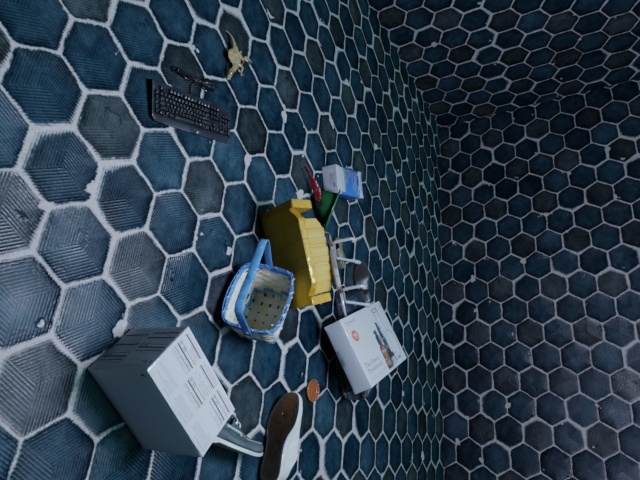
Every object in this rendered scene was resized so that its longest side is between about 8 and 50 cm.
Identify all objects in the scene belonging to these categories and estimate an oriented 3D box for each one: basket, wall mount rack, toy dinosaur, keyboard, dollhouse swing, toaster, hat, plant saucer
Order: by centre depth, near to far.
[{"bbox_3d":[-0.190,0.171,1.387,0.289,0.200,0.255,95,11,-51],"label":"basket"},{"bbox_3d":[-0.385,-0.423,1.393,0.317,0.033,0.202,3,81,-60],"label":"keyboard"},{"bbox_3d":[-0.287,-0.635,1.586,0.092,0.053,0.183,18,68,-56],"label":"toy dinosaur"},{"bbox_3d":[-0.015,0.045,1.640,0.304,0.315,0.347,-7,83,-36],"label":"dollhouse swing"},{"bbox_3d":[-0.031,0.581,1.777,0.083,0.013,0.084,23,63,-56],"label":"plant saucer"},{"bbox_3d":[0.122,0.144,1.887,0.304,0.130,0.350,74,5,-67],"label":"wall mount rack"},{"bbox_3d":[-0.026,-0.176,1.948,0.173,0.183,0.209,145,-33,-85],"label":"hat"},{"bbox_3d":[0.152,0.562,1.984,0.146,0.129,0.227,-18,91,-63],"label":"toaster"}]

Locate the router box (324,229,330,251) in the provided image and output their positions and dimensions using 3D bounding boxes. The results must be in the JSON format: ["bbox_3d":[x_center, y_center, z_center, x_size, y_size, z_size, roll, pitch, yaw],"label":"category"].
[{"bbox_3d":[0.000,0.000,1.939,0.122,0.038,0.092,14,71,-58],"label":"router box"}]

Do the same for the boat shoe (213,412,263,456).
[{"bbox_3d":[-0.261,0.534,1.300,0.319,0.116,0.099,44,51,-40],"label":"boat shoe"}]

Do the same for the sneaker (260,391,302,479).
[{"bbox_3d":[-0.119,0.661,1.541,0.123,0.105,0.290,54,47,-53],"label":"sneaker"}]

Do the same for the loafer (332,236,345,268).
[{"bbox_3d":[0.073,0.055,2.041,0.050,0.056,0.148,13,62,-57],"label":"loafer"}]

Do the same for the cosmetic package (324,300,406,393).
[{"bbox_3d":[0.199,0.433,1.928,0.377,0.097,0.285,-10,70,-59],"label":"cosmetic package"}]

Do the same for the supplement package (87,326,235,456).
[{"bbox_3d":[-0.365,0.350,1.074,0.145,0.203,0.262,-52,127,-52],"label":"supplement package"}]

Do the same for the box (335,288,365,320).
[{"bbox_3d":[0.149,0.351,2.090,0.183,0.059,0.233,-13,94,-58],"label":"box"}]

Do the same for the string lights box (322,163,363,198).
[{"bbox_3d":[0.110,-0.267,2.150,0.259,0.076,0.134,2,82,-59],"label":"string lights box"}]

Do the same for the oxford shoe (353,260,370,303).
[{"bbox_3d":[0.200,0.208,2.222,0.076,0.076,0.213,84,3,-77],"label":"oxford shoe"}]

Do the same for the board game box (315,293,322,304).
[{"bbox_3d":[-0.042,0.157,1.824,0.141,0.048,0.171,34,55,-53],"label":"board game box"}]
